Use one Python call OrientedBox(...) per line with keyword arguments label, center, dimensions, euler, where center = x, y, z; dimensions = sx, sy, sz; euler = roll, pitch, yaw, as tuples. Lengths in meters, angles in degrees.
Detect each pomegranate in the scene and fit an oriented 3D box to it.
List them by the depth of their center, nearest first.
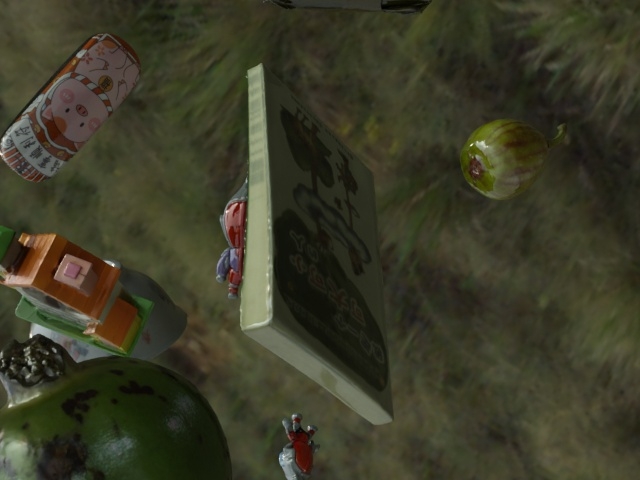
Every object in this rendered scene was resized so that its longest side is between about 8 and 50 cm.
OrientedBox(label="pomegranate", center=(-0.214, 0.211, 1.124), dimensions=(0.254, 0.254, 0.270), euler=(-7, 116, 52))

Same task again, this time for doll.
OrientedBox(label="doll", center=(-0.028, 0.259, 1.475), dimensions=(0.039, 0.114, 0.057), euler=(-6, 129, 13))
OrientedBox(label="doll", center=(-0.119, -0.015, 2.019), dimensions=(0.102, 0.227, 0.075), euler=(3, 175, 12))

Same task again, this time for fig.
OrientedBox(label="fig", center=(0.231, -0.115, 1.394), dimensions=(0.093, 0.166, 0.093), euler=(40, 155, 23))

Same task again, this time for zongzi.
OrientedBox(label="zongzi", center=(0.015, -0.415, 1.747), dimensions=(0.260, 0.289, 0.123), euler=(-2, 122, -13))

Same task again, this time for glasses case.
OrientedBox(label="glasses case", center=(-0.386, -0.207, 1.895), dimensions=(0.103, 0.266, 0.067), euler=(45, 166, -30))

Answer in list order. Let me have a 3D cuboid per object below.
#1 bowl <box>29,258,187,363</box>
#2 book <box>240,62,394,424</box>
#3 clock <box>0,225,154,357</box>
OrientedBox(label="bowl", center=(-0.452, 0.136, 2.477), dimensions=(0.346, 0.345, 0.157), euler=(9, 121, 41))
OrientedBox(label="book", center=(0.000, 0.000, 1.414), dimensions=(0.043, 0.370, 0.260), euler=(-23, 139, 25))
OrientedBox(label="clock", center=(-0.412, 0.075, 1.952), dimensions=(0.220, 0.106, 0.255), euler=(19, 164, 13))
